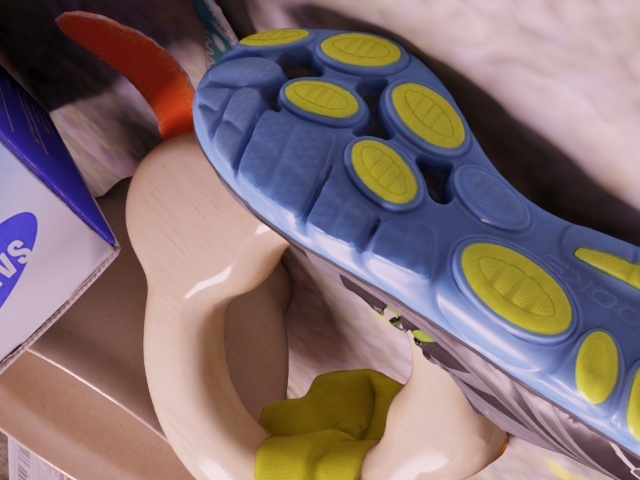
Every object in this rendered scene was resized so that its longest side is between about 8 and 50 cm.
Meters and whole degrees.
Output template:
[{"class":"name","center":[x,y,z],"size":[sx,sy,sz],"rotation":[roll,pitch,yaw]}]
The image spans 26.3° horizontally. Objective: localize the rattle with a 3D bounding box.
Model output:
[{"class":"rattle","center":[0.000,0.000,0.497],"size":[0.130,0.143,0.200],"rotation":[-42,75,40]}]

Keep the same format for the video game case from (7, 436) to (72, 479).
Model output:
[{"class":"video game case","center":[-0.132,0.104,0.829],"size":[0.206,0.026,0.227],"rotation":[27,121,44]}]

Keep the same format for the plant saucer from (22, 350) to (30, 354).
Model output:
[{"class":"plant saucer","center":[-0.189,0.042,0.719],"size":[0.168,0.168,0.029],"rotation":[2,109,64]}]

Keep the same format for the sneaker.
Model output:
[{"class":"sneaker","center":[0.036,0.010,0.377],"size":[0.188,0.067,0.078],"rotation":[38,154,14]}]

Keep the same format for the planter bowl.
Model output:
[{"class":"planter bowl","center":[-0.078,0.042,0.601],"size":[0.162,0.109,0.162],"rotation":[26,153,14]}]

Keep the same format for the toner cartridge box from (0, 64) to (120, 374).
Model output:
[{"class":"toner cartridge box","center":[-0.178,0.001,0.530],"size":[0.075,0.165,0.348],"rotation":[46,178,-18]}]
